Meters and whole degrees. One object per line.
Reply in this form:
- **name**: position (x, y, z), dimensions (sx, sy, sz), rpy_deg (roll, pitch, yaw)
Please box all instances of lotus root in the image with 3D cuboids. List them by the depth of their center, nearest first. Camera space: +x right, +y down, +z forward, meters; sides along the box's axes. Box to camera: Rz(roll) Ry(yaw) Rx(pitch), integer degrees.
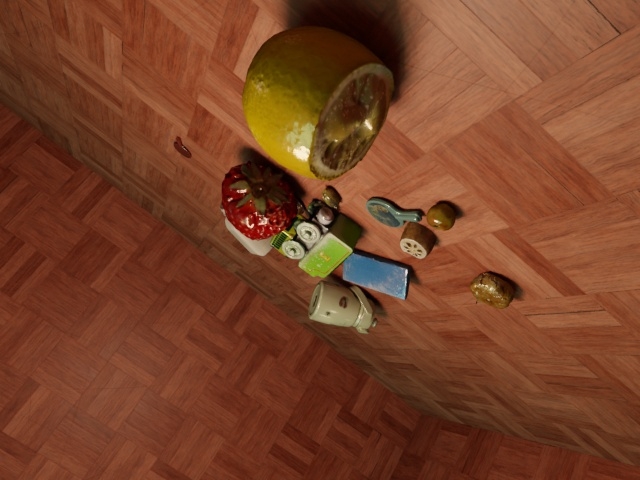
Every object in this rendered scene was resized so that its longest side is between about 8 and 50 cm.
- **lotus root**: position (0.337, -0.002, 1.713), dimensions (0.122, 0.081, 0.112), rpy_deg (28, 150, 14)
- **lotus root**: position (0.042, -0.156, 1.829), dimensions (0.054, 0.049, 0.099), rpy_deg (-1, 140, 42)

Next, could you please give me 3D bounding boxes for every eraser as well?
- **eraser**: position (0.234, 0.139, 2.081), dimensions (0.311, 0.042, 0.144), rpy_deg (16, 113, 34)

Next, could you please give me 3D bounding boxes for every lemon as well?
- **lemon**: position (-0.031, -0.341, 1.177), dimensions (0.364, 0.364, 0.364), rpy_deg (29, 158, 13)

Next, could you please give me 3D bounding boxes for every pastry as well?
- **pastry**: position (0.596, 0.174, 1.704), dimensions (0.153, 0.081, 0.153), rpy_deg (30, 149, 20)

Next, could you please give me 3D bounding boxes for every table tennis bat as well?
- **table tennis bat**: position (0.253, -0.090, 1.695), dimensions (0.237, 0.038, 0.149), rpy_deg (11, 149, 50)
- **table tennis bat**: position (-0.645, -0.429, 2.270), dimensions (0.098, 0.019, 0.155), rpy_deg (32, 161, 7)

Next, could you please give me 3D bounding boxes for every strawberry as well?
- **strawberry**: position (-0.268, -0.125, 1.970), dimensions (0.317, 0.295, 0.345), rpy_deg (32, 141, -4)

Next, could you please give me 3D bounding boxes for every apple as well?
- **apple**: position (0.372, -0.070, 1.511), dimensions (0.089, 0.075, 0.090), rpy_deg (28, 160, 11)

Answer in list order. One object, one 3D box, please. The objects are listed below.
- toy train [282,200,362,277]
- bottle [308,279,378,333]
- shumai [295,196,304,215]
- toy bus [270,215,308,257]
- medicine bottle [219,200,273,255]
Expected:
- **toy train**: position (0.000, 0.000, 1.983), dimensions (0.248, 0.174, 0.307), rpy_deg (36, 135, -9)
- **bottle**: position (0.135, 0.337, 2.507), dimensions (0.351, 0.229, 0.229), rpy_deg (16, 160, -10)
- **shumai**: position (-0.137, -0.141, 2.073), dimensions (0.139, 0.105, 0.123), rpy_deg (10, 156, -7)
- **toy bus**: position (-0.138, -0.026, 2.255), dimensions (0.150, 0.128, 0.262), rpy_deg (36, 157, -3)
- **medicine bottle**: position (-0.343, -0.082, 2.352), dimensions (0.124, 0.179, 0.324), rpy_deg (12, 150, 43)
